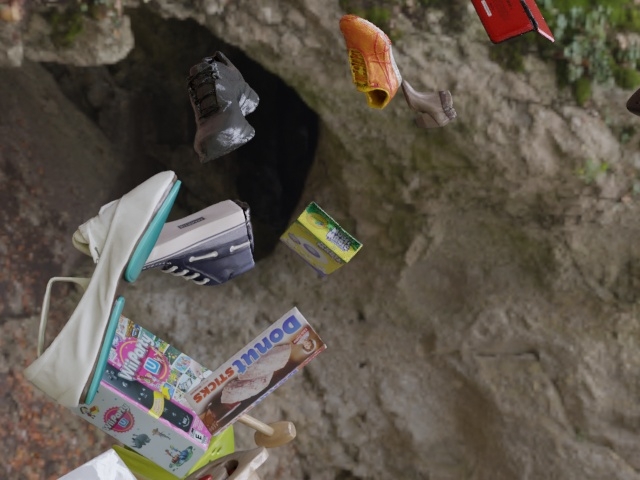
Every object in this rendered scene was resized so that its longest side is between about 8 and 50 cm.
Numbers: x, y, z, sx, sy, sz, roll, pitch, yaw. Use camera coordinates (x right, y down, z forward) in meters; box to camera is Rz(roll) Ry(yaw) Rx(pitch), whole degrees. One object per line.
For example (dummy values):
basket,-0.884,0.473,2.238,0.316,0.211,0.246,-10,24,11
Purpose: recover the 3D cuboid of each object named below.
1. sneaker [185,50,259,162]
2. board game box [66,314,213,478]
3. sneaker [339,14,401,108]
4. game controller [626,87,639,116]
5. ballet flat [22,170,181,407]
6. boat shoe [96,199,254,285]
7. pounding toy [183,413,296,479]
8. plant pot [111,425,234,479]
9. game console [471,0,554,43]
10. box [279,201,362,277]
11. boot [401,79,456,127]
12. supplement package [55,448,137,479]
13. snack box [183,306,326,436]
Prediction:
sneaker,-0.181,-0.229,1.385,0.130,0.109,0.286,59,12,-28
board game box,-0.352,0.297,1.633,0.097,0.303,0.224,-50,-167,23
sneaker,0.071,-0.255,1.184,0.067,0.064,0.175,-60,142,-18
game controller,0.650,-0.259,1.380,0.067,0.167,0.319,58,-1,-16
ballet flat,-0.345,0.055,1.268,0.139,0.139,0.400,62,47,-72
boat shoe,-0.291,0.043,1.737,0.127,0.341,0.158,36,-38,57
pounding toy,-0.151,0.332,1.150,0.154,0.154,0.269,63,26,-2
plant pot,-0.346,0.512,1.881,0.207,0.227,0.228,-54,156,-45
game console,0.345,-0.416,1.496,0.085,0.124,0.144,61,9,-67
box,0.000,0.000,1.296,0.043,0.105,0.179,-50,-178,-19
boot,0.223,-0.287,1.674,0.042,0.087,0.118,-81,148,-81
supplement package,-0.420,0.536,1.394,0.262,0.199,0.198,-50,165,31
snack box,-0.081,0.163,1.021,0.064,0.178,0.022,50,-3,19
